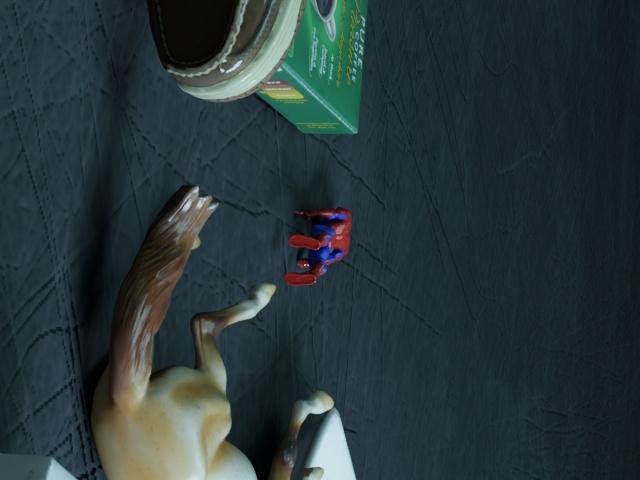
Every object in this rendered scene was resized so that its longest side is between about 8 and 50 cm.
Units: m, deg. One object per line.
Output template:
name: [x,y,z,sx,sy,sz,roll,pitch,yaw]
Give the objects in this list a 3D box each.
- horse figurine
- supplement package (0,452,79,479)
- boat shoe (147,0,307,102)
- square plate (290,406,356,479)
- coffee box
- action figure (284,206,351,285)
horse figurine: [-0.051,0.105,0.897,0.263,0.066,0.174,66,31,-30]
supplement package: [-0.120,0.159,0.682,0.179,0.105,0.105,56,39,-56]
boat shoe: [-0.062,-0.198,0.878,0.095,0.095,0.258,26,59,-53]
square plate: [-0.025,0.333,1.031,0.347,0.049,0.344,-62,147,-52]
coffee box: [-0.020,-0.138,1.040,0.184,0.040,0.113,32,59,-66]
action figure: [0.000,0.000,1.119,0.115,0.030,0.038,-35,129,-72]
